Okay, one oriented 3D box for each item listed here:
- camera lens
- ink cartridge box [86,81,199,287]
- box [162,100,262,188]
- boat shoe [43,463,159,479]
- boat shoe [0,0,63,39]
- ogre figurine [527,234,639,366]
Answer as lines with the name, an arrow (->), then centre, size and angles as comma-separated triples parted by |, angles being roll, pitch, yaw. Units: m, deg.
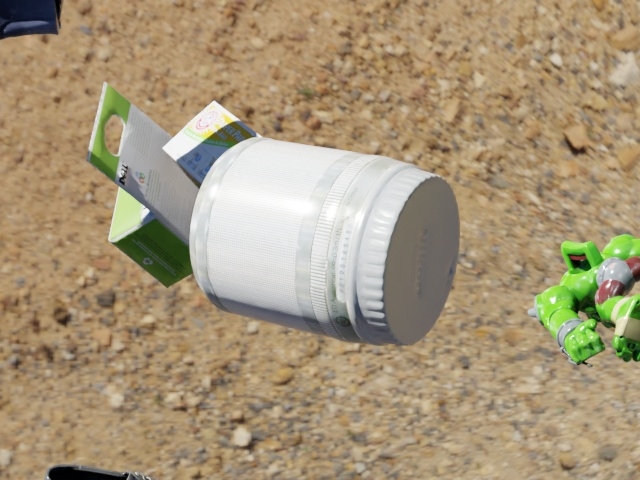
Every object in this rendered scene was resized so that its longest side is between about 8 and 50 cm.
camera lens -> 0.000, 0.000, 1.417 | 0.274, 0.219, 0.219 | 11, 89, 30
ink cartridge box -> -0.271, -0.083, 1.784 | 0.097, 0.255, 0.189 | -29, 37, 27
box -> -0.117, -0.095, 1.661 | 0.103, 0.114, 0.203 | -43, 36, -5
boat shoe -> -0.257, 0.336, 1.585 | 0.228, 0.080, 0.076 | 10, 132, 8
boat shoe -> -0.464, -0.313, 1.427 | 0.340, 0.127, 0.158 | -2, 107, -5
ogre figurine -> 0.288, 0.045, 1.160 | 0.197, 0.097, 0.118 | -51, 30, -10
